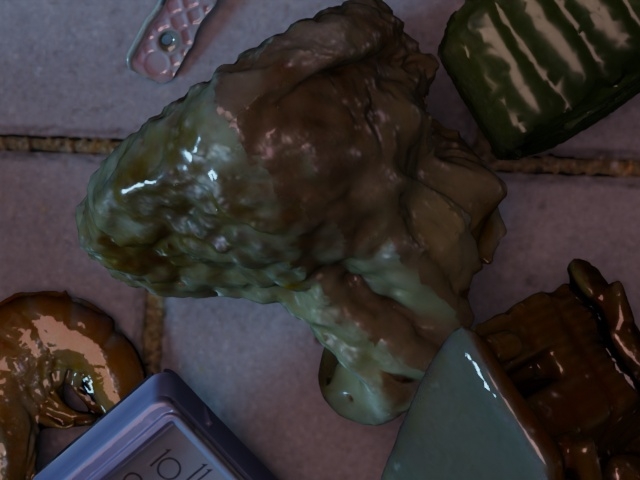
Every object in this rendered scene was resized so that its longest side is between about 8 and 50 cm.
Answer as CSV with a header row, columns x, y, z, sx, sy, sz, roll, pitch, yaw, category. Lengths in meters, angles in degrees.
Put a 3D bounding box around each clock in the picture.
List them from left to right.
x,y,z,sx,sy,sz,roll,pitch,yaw,category
-0.100,0.209,1.220,0.144,0.073,0.193,-41,104,7,clock

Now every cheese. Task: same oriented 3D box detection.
x,y,z,sx,sy,sz,roll,pitch,yaw,category
-0.073,-0.232,1.247,0.127,0.050,0.255,25,105,-26,cheese

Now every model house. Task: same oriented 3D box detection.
x,y,z,sx,sy,sz,roll,pitch,yaw,category
0.176,0.142,1.154,0.229,0.220,0.199,-29,72,-36,model house

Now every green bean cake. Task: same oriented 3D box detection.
x,y,z,sx,sy,sz,roll,pitch,yaw,category
0.185,-0.149,1.144,0.214,0.200,0.113,-35,85,6,green bean cake

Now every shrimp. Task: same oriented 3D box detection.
x,y,z,sx,sy,sz,roll,pitch,yaw,category
-0.213,0.161,1.275,0.150,0.068,0.249,9,86,3,shrimp

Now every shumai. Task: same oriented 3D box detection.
x,y,z,sx,sy,sz,roll,pitch,yaw,category
0.000,0.000,1.128,0.267,0.314,0.262,-36,89,-5,shumai
